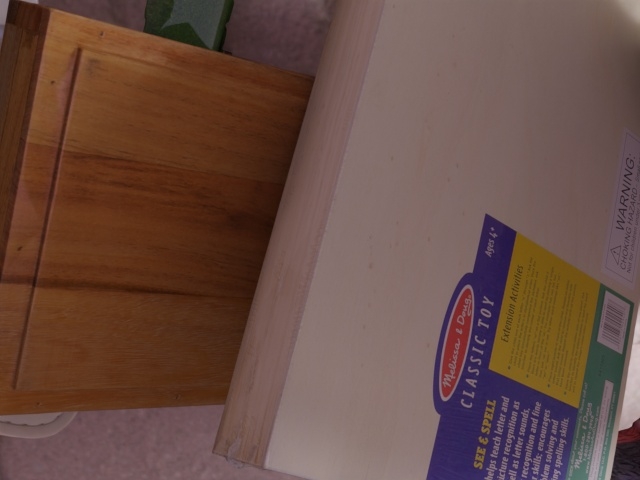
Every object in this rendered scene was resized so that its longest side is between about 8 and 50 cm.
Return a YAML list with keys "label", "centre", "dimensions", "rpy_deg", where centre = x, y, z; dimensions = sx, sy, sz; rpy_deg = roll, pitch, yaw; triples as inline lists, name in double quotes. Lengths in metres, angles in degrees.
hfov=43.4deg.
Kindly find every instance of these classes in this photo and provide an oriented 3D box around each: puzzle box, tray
- label: "puzzle box"
  centre: [0.108, -0.038, 0.495]
  dimensions: [0.272, 0.052, 0.408]
  rpy_deg: [26, 71, -34]
- label: "tray"
  centre: [0.000, 0.000, 0.523]
  dimensions: [0.411, 0.076, 0.202]
  rpy_deg: [6, 104, -38]

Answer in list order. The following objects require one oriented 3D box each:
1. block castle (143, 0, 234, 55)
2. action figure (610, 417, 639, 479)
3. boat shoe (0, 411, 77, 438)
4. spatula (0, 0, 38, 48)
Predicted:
- label: "block castle"
  centre: [-0.192, -0.197, 0.530]
  dimensions: [0.303, 0.213, 0.452]
  rpy_deg: [18, 101, -3]
- label: "action figure"
  centre: [0.320, 0.183, 0.584]
  dimensions: [0.371, 0.275, 0.247]
  rpy_deg: [1, 107, -14]
- label: "boat shoe"
  centre: [-0.337, 0.056, 0.639]
  dimensions: [0.324, 0.097, 0.116]
  rpy_deg: [33, 59, -9]
- label: "spatula"
  centre: [-0.241, -0.088, 0.436]
  dimensions: [0.168, 0.019, 0.241]
  rpy_deg: [8, 101, -4]
